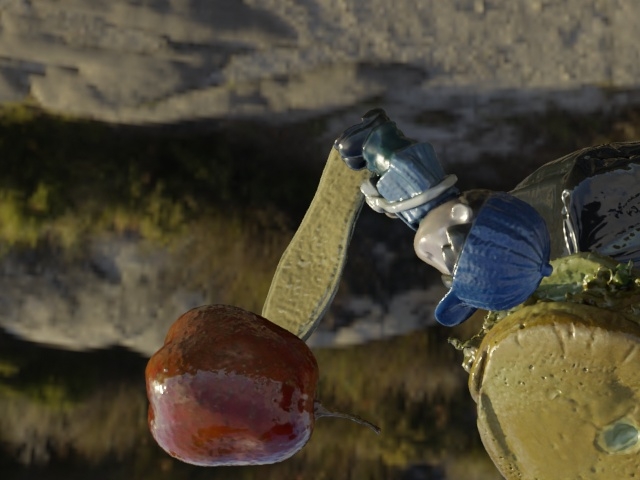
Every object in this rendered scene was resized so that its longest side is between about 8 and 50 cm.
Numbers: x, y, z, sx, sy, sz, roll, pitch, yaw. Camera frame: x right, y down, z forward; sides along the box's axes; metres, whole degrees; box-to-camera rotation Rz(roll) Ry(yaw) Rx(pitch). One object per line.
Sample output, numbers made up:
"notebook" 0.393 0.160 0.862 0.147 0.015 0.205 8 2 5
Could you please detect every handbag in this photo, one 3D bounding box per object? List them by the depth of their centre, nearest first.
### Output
"handbag" 0.382 -0.022 1.876 0.275 0.178 0.302 -7 176 -10

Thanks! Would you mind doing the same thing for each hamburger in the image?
"hamburger" 0.216 0.120 1.179 0.189 0.122 0.215 -25 103 32

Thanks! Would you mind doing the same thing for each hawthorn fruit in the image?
"hawthorn fruit" -0.055 0.141 1.415 0.203 0.163 0.163 7 153 19

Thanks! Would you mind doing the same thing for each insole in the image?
"insole" 0.000 0.000 1.592 0.081 0.248 0.011 14 169 39

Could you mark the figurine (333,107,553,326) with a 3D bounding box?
"figurine" 0.075 -0.016 0.950 0.087 0.149 0.086 -38 160 -3
